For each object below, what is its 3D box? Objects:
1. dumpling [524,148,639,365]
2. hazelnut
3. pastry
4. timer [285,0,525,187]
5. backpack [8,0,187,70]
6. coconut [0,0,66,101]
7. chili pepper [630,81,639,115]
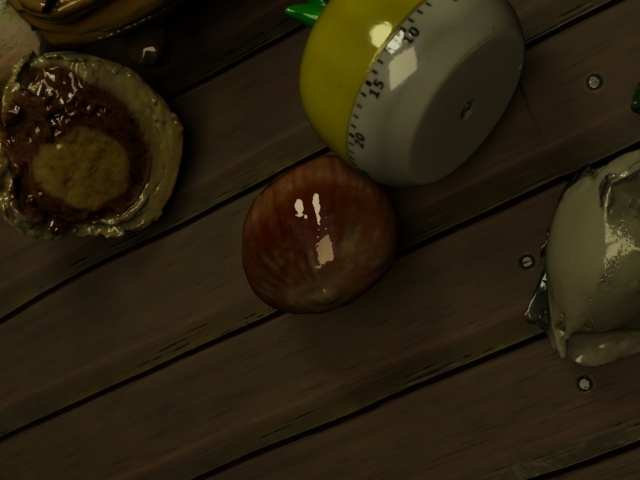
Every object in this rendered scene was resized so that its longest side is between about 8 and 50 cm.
[{"bbox_3d":[0.355,0.013,1.142,0.163,0.205,0.292,47,137,46],"label":"dumpling"},{"bbox_3d":[0.000,0.000,1.228,0.214,0.176,0.214,-31,41,32],"label":"hazelnut"},{"bbox_3d":[-0.321,-0.134,1.340,0.170,0.237,0.255,40,125,57],"label":"pastry"},{"bbox_3d":[0.071,-0.221,1.166,0.285,0.285,0.285,1,94,19],"label":"timer"},{"bbox_3d":[-0.237,-0.408,1.196,0.378,0.201,0.353,-21,77,11],"label":"backpack"},{"bbox_3d":[-0.452,-0.313,1.349,0.237,0.237,0.197,52,140,9],"label":"coconut"},{"bbox_3d":[0.535,-0.115,1.054,0.385,0.213,0.167,30,60,11],"label":"chili pepper"}]
